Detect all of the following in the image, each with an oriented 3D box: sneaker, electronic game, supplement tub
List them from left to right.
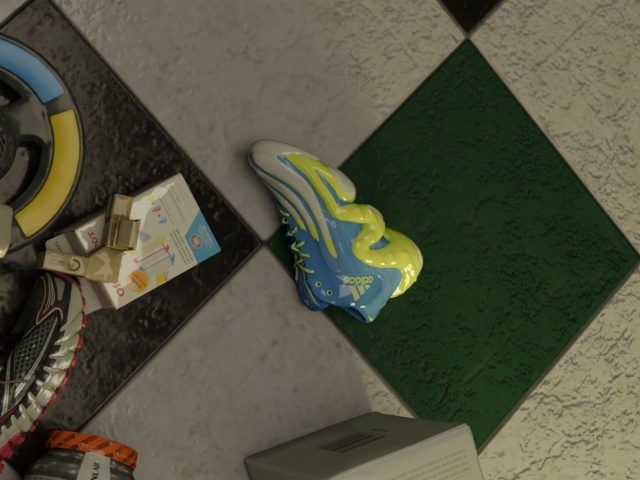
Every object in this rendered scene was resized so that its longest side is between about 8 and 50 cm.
[{"bbox_3d":[-0.342,-0.095,1.423,0.229,0.048,0.229,1,88,-25],"label":"electronic game"},{"bbox_3d":[-0.325,0.153,1.380,0.112,0.121,0.299,37,74,-17],"label":"sneaker"},{"bbox_3d":[-0.242,0.286,1.404,0.117,0.117,0.190,20,70,-23],"label":"supplement tub"},{"bbox_3d":[0.000,0.000,1.552,0.240,0.091,0.126,37,74,-19],"label":"sneaker"}]

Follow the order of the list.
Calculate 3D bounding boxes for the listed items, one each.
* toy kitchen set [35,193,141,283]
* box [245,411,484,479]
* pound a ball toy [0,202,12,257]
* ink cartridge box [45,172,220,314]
[{"bbox_3d":[-0.215,-0.007,1.366,0.075,0.068,0.083,13,83,-22],"label":"toy kitchen set"},{"bbox_3d":[0.078,0.369,1.501,0.168,0.215,0.345,-17,95,-25],"label":"box"},{"bbox_3d":[-0.464,0.014,1.312,0.319,0.136,0.208,19,113,-18],"label":"pound a ball toy"},{"bbox_3d":[-0.192,0.007,1.463,0.143,0.090,0.092,-31,100,-22],"label":"ink cartridge box"}]
